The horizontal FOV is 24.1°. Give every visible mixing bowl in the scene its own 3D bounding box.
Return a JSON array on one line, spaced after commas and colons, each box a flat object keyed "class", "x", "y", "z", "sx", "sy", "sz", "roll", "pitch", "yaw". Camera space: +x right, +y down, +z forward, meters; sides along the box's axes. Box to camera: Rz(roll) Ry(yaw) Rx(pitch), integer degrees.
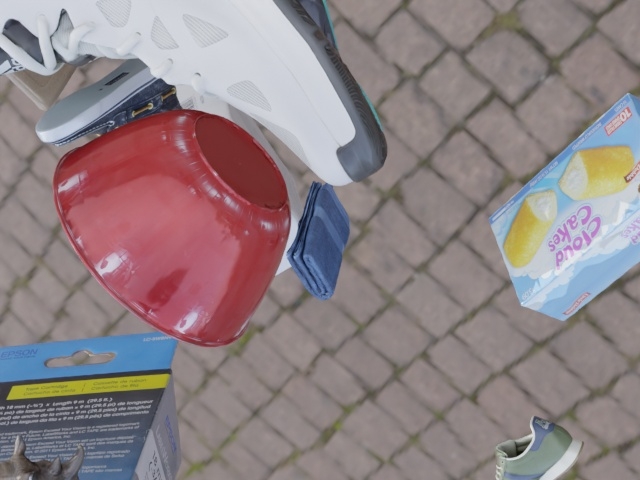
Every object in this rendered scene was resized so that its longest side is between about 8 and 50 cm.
[{"class": "mixing bowl", "x": -0.087, "y": -0.025, "z": 1.059, "sx": 0.181, "sy": 0.181, "sz": 0.098, "roll": 46, "pitch": 116, "yaw": -5}]

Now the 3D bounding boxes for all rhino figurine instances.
[{"class": "rhino figurine", "x": -0.316, "y": 0.254, "z": 1.374, "sx": 0.243, "sy": 0.073, "sz": 0.106, "roll": -32, "pitch": 134, "yaw": 7}]

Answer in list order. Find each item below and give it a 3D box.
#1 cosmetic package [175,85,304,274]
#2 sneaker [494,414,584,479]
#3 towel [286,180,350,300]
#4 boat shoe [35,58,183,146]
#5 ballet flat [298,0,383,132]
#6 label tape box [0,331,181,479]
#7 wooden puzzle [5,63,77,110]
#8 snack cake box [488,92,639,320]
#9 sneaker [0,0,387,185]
[{"class": "cosmetic package", "x": -0.129, "y": -0.084, "z": 2.007, "sx": 0.138, "sy": 0.224, "sz": 0.225, "roll": -32, "pitch": 118, "yaw": 7}, {"class": "sneaker", "x": 0.266, "y": 0.308, "z": 2.035, "sx": 0.086, "sy": 0.064, "sz": 0.192, "roll": 38, "pitch": 122, "yaw": -3}, {"class": "towel", "x": 0.000, "y": 0.000, "z": 1.478, "sx": 0.029, "sy": 0.119, "sz": 0.067, "roll": -15, "pitch": 124, "yaw": 23}, {"class": "boat shoe", "x": -0.217, "y": -0.128, "z": 1.599, "sx": 0.065, "sy": 0.183, "sz": 0.083, "roll": 10, "pitch": 128, "yaw": 43}, {"class": "ballet flat", "x": -0.001, "y": -0.166, "z": 1.564, "sx": 0.074, "sy": 0.074, "sz": 0.203, "roll": -8, "pitch": 113, "yaw": 43}, {"class": "label tape box", "x": -0.282, "y": 0.243, "z": 1.632, "sx": 0.240, "sy": 0.334, "sz": 0.106, "roll": -6, "pitch": 120, "yaw": 12}, {"class": "wooden puzzle", "x": -0.304, "y": -0.354, "z": 1.560, "sx": 0.080, "sy": 0.322, "sz": 0.348, "roll": 20, "pitch": 163, "yaw": 32}, {"class": "snack cake box", "x": 0.349, "y": -0.038, "z": 1.901, "sx": 0.089, "sy": 0.152, "sz": 0.264, "roll": 19, "pitch": 130, "yaw": -36}, {"class": "sneaker", "x": -0.161, "y": -0.168, "z": 1.250, "sx": 0.447, "sy": 0.257, "sz": 0.169, "roll": 49, "pitch": -176, "yaw": 8}]
